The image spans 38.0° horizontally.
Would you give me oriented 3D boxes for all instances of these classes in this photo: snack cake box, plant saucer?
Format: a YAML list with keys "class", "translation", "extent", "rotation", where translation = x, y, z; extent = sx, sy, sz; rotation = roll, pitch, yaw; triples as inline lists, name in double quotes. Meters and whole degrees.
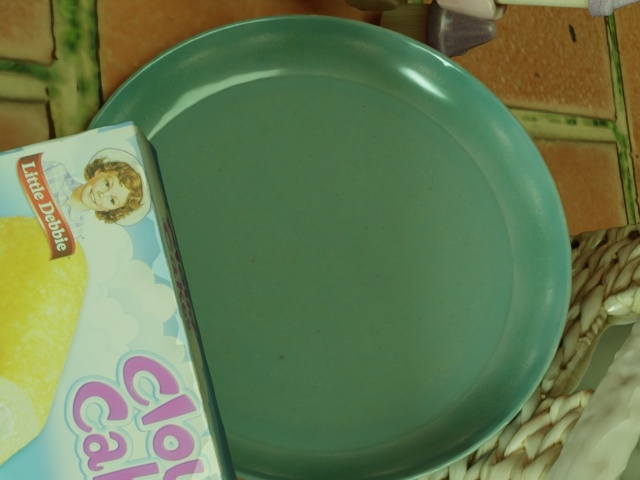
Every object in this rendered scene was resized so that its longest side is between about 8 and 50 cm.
- class: "snack cake box"
  translation: [-0.127, 0.090, 0.457]
  extent: [0.152, 0.089, 0.264]
  rotation: [-15, 86, -4]
- class: "plant saucer"
  translation: [0.000, 0.000, 0.588]
  extent: [0.318, 0.043, 0.317]
  rotation: [3, 67, -7]

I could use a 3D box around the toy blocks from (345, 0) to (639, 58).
- class: "toy blocks"
  translation: [0.160, -0.280, 0.656]
  extent: [0.309, 0.260, 0.288]
  rotation: [30, 69, -65]

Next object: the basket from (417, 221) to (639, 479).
- class: "basket"
  translation: [0.204, 0.199, 0.682]
  extent: [0.328, 0.266, 0.331]
  rotation: [-45, 112, -37]
